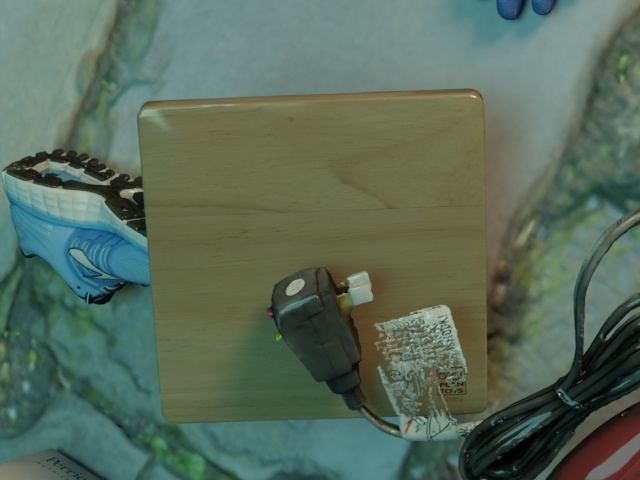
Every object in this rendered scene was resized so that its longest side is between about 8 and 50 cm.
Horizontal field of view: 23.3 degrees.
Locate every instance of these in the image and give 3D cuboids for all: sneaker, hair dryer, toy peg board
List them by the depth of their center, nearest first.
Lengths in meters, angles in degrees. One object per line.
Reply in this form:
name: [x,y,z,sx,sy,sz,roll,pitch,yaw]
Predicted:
hair dryer: [0.100,0.138,0.704,0.224,0.080,0.293,-8,109,25]
toy peg board: [0.000,0.000,0.773,0.161,0.079,0.160,-2,108,3]
sneaker: [-0.107,0.004,0.865,0.162,0.063,0.073,22,122,29]

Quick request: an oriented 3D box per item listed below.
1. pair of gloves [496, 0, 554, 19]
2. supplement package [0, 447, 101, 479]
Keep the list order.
pair of gloves: [0.146,-0.177,0.727,0.198,0.023,0.159,12,99,27]
supplement package: [-0.123,0.270,0.830,0.262,0.145,0.204,28,106,24]
